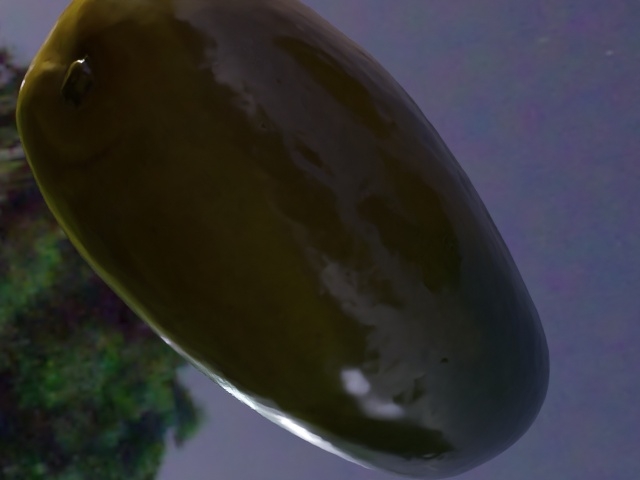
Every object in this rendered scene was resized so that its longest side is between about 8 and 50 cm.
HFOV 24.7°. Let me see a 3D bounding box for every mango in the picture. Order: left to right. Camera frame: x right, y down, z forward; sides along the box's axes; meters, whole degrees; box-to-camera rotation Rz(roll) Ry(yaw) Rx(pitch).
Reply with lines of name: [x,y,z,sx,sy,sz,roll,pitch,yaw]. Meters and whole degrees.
mango: [0.000,0.000,0.417,0.092,0.194,0.130,-38,-138,12]
